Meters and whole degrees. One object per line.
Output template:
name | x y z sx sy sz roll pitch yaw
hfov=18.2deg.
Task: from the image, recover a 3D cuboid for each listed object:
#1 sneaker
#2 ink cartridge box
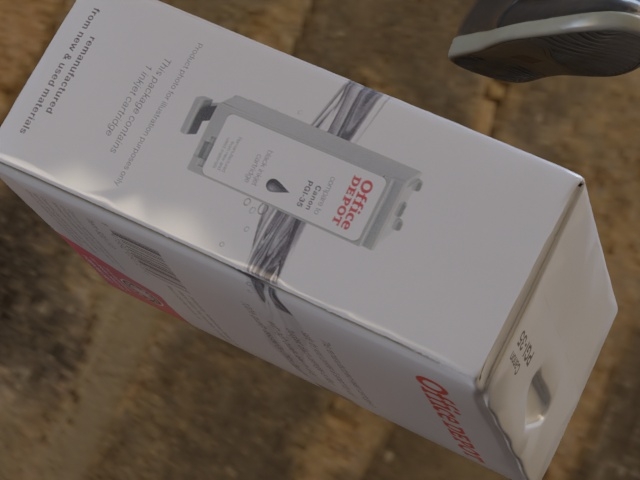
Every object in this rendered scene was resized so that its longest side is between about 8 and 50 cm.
sneaker | 0.157 -0.174 1.322 0.083 0.222 0.118 17 -95 -23
ink cartridge box | 0.000 0.000 1.029 0.117 0.283 0.207 -61 -21 -12
